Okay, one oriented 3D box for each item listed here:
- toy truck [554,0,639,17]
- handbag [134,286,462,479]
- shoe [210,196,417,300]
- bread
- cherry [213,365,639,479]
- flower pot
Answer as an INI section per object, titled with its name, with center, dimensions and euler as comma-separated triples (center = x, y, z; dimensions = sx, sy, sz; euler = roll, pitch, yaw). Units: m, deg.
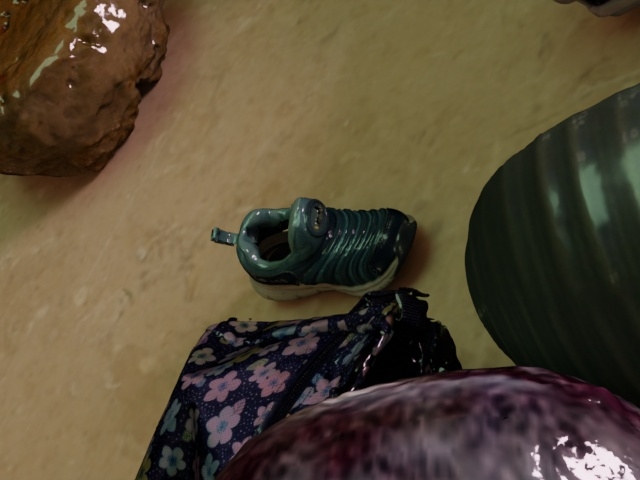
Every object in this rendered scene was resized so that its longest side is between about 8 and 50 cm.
[toy truck]
center = 0.186, -0.316, 1.244
dimensions = 0.176, 0.178, 0.363
euler = -31, 39, 41
[handbag]
center = -0.016, 0.135, 1.104
dimensions = 0.208, 0.127, 0.228
euler = -9, 53, 53
[shoe]
center = 0.000, 0.000, 1.264
dimensions = 0.143, 0.071, 0.064
euler = -5, 56, 40
[bread]
center = -0.220, -0.146, 1.595
dimensions = 0.230, 0.123, 0.230
euler = -24, 44, 25
[cherry]
center = 0.055, 0.189, 0.892
dimensions = 0.296, 0.218, 0.255
euler = -28, 68, 6
[flower pot]
center = 0.191, -0.005, 0.955
dimensions = 0.243, 0.189, 0.157
euler = -25, 84, 24
